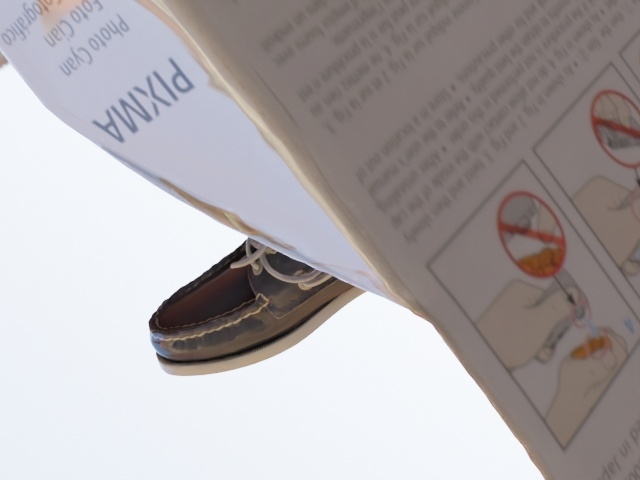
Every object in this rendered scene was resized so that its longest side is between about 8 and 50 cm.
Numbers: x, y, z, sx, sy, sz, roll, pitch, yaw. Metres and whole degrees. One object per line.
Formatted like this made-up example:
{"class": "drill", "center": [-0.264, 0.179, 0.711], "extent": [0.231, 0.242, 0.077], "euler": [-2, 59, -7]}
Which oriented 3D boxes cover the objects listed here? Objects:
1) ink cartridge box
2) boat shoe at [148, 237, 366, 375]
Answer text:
{"class": "ink cartridge box", "center": [0.047, -0.094, 0.552], "extent": [0.385, 0.091, 0.308], "euler": [54, -132, -9]}
{"class": "boat shoe", "center": [0.000, 0.000, 0.901], "extent": [0.254, 0.095, 0.079], "euler": [-24, -53, 12]}
